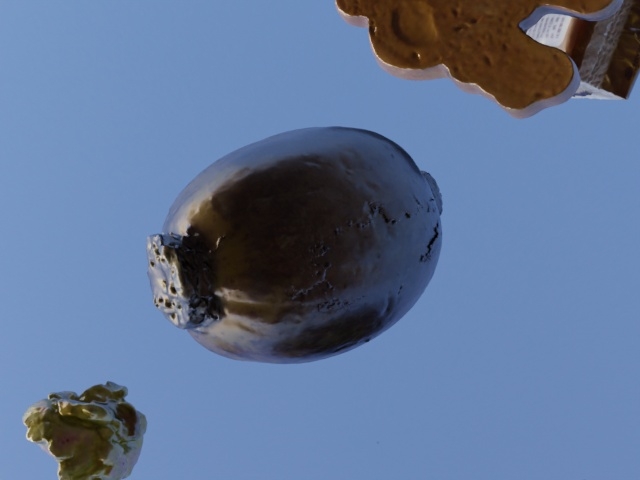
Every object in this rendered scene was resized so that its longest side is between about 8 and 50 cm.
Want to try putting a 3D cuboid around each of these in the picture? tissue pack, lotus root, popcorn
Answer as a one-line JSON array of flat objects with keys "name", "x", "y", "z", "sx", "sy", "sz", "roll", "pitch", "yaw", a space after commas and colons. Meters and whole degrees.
[{"name": "tissue pack", "x": 0.256, "y": -0.247, "z": 1.020, "sx": 0.092, "sy": 0.183, "sz": 0.226, "roll": 18, "pitch": -86, "yaw": -17}, {"name": "lotus root", "x": 0.000, "y": 0.000, "z": 0.563, "sx": 0.209, "sy": 0.120, "sz": 0.120, "roll": -19, "pitch": -105, "yaw": -46}, {"name": "popcorn", "x": -0.203, "y": 0.175, "z": 0.952, "sx": 0.089, "sy": 0.109, "sz": 0.097, "roll": -33, "pitch": -137, "yaw": 4}]

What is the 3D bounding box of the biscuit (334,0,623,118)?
[{"name": "biscuit", "x": 0.106, "y": -0.185, "z": 0.829, "sx": 0.236, "sy": 0.040, "sz": 0.144, "roll": 27, "pitch": -94, "yaw": 29}]
